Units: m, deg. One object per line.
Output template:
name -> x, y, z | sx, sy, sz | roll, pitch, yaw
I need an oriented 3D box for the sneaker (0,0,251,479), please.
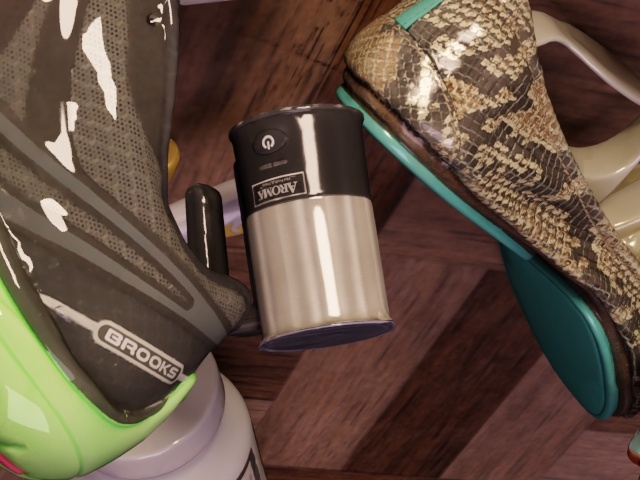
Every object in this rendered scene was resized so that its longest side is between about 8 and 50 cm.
sneaker -> -0.184, -0.122, 0.750 | 0.202, 0.483, 0.185 | -28, -166, -29

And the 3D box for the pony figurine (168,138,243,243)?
pony figurine -> -0.246, 0.000, 0.957 | 0.363, 0.303, 0.351 | -35, 147, 7

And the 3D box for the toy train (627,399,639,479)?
toy train -> 0.350, 0.077, 1.144 | 0.142, 0.334, 0.190 | 29, 158, 22

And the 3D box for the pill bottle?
pill bottle -> -0.130, 0.198, 1.283 | 0.162, 0.162, 0.278 | -10, 142, 0

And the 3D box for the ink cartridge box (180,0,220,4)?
ink cartridge box -> -0.041, -0.187, 0.809 | 0.143, 0.092, 0.090 | -1, 174, 33

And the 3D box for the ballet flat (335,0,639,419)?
ballet flat -> 0.188, -0.028, 1.095 | 0.182, 0.164, 0.483 | -41, 136, 1

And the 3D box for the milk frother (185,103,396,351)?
milk frother -> 0.000, 0.000, 0.929 | 0.129, 0.135, 0.143 | -18, 164, 42
